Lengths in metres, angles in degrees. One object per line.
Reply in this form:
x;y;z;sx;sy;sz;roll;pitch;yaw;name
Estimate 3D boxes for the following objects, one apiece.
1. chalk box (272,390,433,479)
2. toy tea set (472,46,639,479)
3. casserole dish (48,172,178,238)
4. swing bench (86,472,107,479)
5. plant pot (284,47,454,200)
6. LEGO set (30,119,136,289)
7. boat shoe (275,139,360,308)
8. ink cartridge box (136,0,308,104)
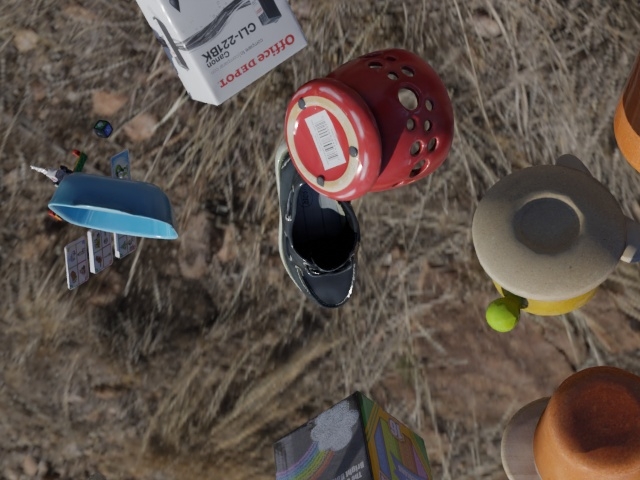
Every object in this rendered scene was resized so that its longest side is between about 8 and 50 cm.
0.044;0.298;1.209;0.132;0.213;0.132;-34;127;21;chalk box
0.208;0.009;0.676;0.336;0.200;0.124;-44;154;-12;toy tea set
-0.192;-0.032;1.076;0.114;0.188;0.037;8;84;-2;casserole dish
-0.243;0.382;0.969;0.165;0.254;0.253;-19;103;14;swing bench
0.057;-0.153;1.539;0.191;0.174;0.191;25;126;39;plant pot
-0.376;-0.067;1.824;0.060;0.182;0.244;13;118;25;LEGO set
0.004;-0.001;1.782;0.127;0.113;0.340;-12;128;-9;boat shoe
-0.173;-0.384;1.820;0.197;0.114;0.273;-37;119;-16;ink cartridge box
